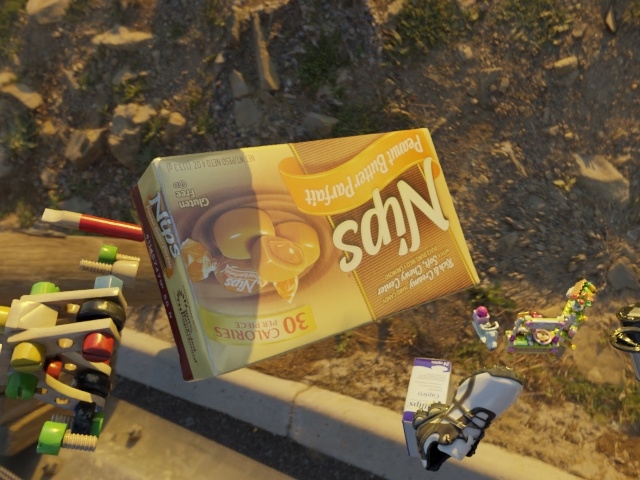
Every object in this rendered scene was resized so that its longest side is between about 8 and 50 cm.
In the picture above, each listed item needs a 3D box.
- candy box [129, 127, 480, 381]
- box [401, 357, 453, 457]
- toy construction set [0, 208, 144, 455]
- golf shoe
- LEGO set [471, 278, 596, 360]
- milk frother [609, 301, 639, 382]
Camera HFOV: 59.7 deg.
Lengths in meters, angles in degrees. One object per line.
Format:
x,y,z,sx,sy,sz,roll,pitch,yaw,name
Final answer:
0.000,0.000,0.551,0.087,0.316,0.183,-25,80,55,candy box
0.201,0.310,1.028,0.072,0.137,0.126,2,132,20,box
-0.386,0.106,0.750,0.257,0.237,0.309,142,138,-65,toy construction set
0.203,0.245,0.749,0.077,0.094,0.198,28,128,-13,golf shoe
0.444,0.141,1.067,0.286,0.107,0.132,-16,48,-14,LEGO set
0.584,0.201,1.003,0.143,0.129,0.135,-22,98,-7,milk frother
